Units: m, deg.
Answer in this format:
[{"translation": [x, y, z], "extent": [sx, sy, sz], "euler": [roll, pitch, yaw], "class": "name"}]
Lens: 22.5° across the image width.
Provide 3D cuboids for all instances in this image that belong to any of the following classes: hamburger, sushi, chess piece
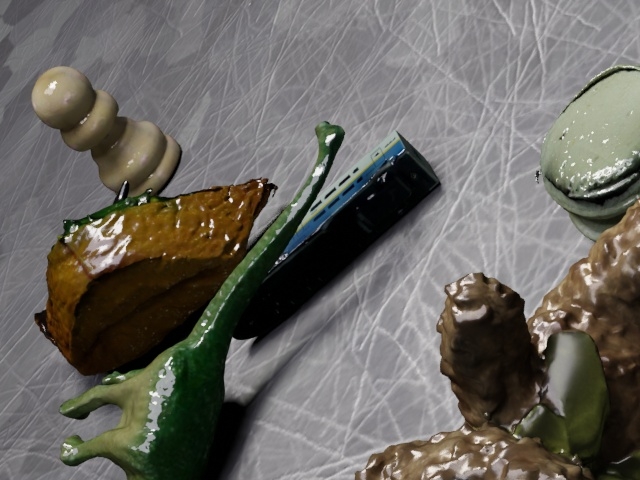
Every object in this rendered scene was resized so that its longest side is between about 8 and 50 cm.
[{"translation": [0.230, -0.067, 1.221], "extent": [0.133, 0.062, 0.140], "euler": [-38, 31, 15], "class": "hamburger"}, {"translation": [-0.184, 0.017, 1.554], "extent": [0.287, 0.149, 0.140], "euler": [-42, 28, 21], "class": "sushi"}, {"translation": [-0.239, -0.122, 1.751], "extent": [0.094, 0.170, 0.094], "euler": [-30, 37, 25], "class": "chess piece"}]

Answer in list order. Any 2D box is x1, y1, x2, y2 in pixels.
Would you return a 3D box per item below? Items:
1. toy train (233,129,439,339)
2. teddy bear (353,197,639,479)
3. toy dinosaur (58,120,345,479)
[{"translation": [0.000, 0.000, 1.441], "extent": [0.234, 0.052, 0.051], "euler": [-42, 29, 13], "class": "toy train"}, {"translation": [0.171, 0.107, 0.959], "extent": [0.296, 0.246, 0.222], "euler": [-41, 5, 31], "class": "teddy bear"}, {"translation": [-0.086, 0.137, 1.364], "extent": [0.301, 0.087, 0.447], "euler": [-19, 60, 29], "class": "toy dinosaur"}]
